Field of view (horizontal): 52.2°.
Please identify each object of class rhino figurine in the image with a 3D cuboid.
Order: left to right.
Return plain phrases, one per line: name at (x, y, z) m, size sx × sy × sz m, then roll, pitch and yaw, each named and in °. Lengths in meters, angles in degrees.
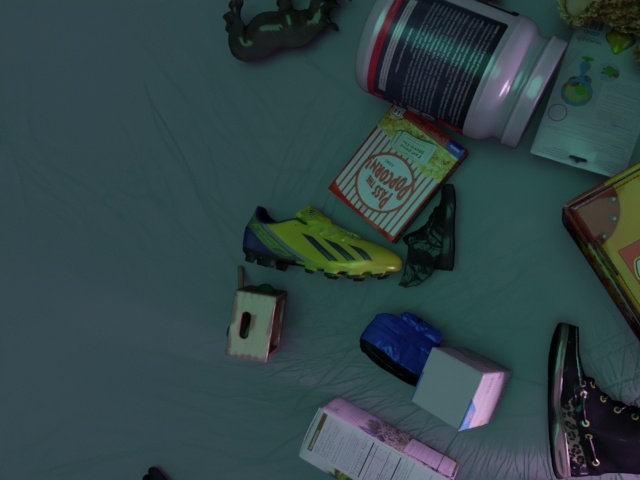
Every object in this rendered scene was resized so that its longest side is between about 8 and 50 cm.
rhino figurine at (-0.059, -0.386, 1.148) m, size 0.243 × 0.073 × 0.106 m, roll -11°, pitch 83°, yaw 16°

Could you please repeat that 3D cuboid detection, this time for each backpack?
backpack at (0.129, 0.168, 1.057) m, size 0.120 × 0.098 × 0.101 m, roll 28°, pitch 68°, yaw 17°

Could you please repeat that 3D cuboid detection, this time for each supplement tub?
supplement tub at (0.206, -0.269, 0.988) m, size 0.272 × 0.191 × 0.191 m, roll 27°, pitch 97°, yaw 14°

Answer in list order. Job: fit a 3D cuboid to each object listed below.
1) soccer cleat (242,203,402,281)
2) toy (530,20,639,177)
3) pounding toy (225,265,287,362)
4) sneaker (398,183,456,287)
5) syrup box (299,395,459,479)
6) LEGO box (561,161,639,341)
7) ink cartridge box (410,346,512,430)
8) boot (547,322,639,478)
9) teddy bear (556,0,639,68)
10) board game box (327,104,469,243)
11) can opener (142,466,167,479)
soccer cleat at (-0.001, 0.000, 1.097) m, size 0.289 × 0.093 × 0.121 m, roll 8°, pitch 84°, yaw 24°
toy at (0.422, -0.216, 0.990) m, size 0.137 × 0.056 × 0.237 m, roll 20°, pitch 89°, yaw 15°
pounding toy at (-0.119, 0.122, 1.130) m, size 0.100 × 0.130 × 0.141 m, roll 9°, pitch 91°, yaw 6°
sneaker at (0.174, -0.007, 1.068) m, size 0.089 × 0.051 × 0.170 m, roll 1°, pitch 93°, yaw 15°
syrup box at (0.095, 0.355, 1.060) m, size 0.237 × 0.093 × 0.096 m, roll 24°, pitch 96°, yaw 17°
LEGO box at (0.633, -0.007, 0.834) m, size 0.500 × 0.193 × 0.372 m, roll -31°, pitch 76°, yaw 15°
ink cartridge box at (0.222, 0.224, 1.005) m, size 0.090 × 0.143 × 0.092 m, roll 25°, pitch 96°, yaw 35°
boot at (0.429, 0.238, 0.960) m, size 0.178 × 0.085 × 0.236 m, roll -1°, pitch 94°, yaw 16°
teddy bear at (0.511, -0.346, 0.930) m, size 0.338 × 0.113 × 0.245 m, roll 1°, pitch 65°, yaw 9°
board game box at (0.128, -0.114, 1.090) m, size 0.147 × 0.045 × 0.193 m, roll 40°, pitch 100°, yaw 16°
can opener at (-0.267, 0.497, 1.197) m, size 0.059 × 0.073 × 0.186 m, roll -44°, pitch 67°, yaw 20°
